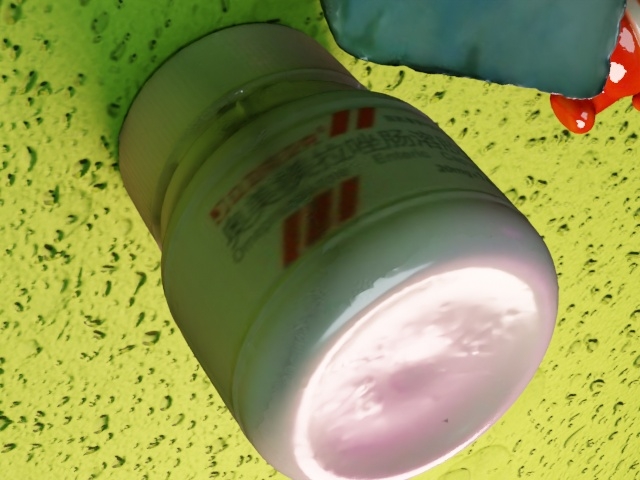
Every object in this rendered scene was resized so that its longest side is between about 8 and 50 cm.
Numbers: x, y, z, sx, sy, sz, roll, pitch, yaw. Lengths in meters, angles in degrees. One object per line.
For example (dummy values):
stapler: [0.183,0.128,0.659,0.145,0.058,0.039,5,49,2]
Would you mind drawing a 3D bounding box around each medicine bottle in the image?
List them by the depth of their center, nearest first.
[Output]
medicine bottle: [0.000,0.000,1.069,0.256,0.325,0.256,-18,135,-19]

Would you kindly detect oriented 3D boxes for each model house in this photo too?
model house: [0.135,-0.276,1.057,0.226,0.241,0.261,12,116,10]

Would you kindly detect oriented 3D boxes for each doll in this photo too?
doll: [0.355,-0.224,1.280,0.336,0.105,0.200,-32,138,-6]
